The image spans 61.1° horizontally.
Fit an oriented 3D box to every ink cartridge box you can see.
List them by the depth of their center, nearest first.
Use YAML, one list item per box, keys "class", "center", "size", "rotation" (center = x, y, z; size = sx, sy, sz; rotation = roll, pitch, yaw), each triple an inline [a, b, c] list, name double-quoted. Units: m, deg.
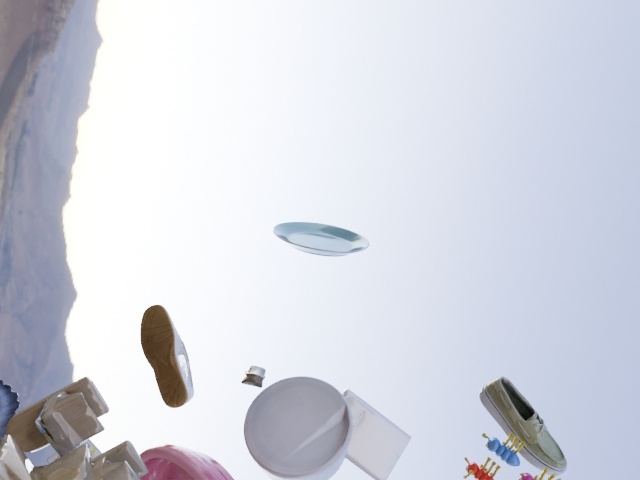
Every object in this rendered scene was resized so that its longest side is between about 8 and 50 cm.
- class: "ink cartridge box"
  center: [-0.754, 0.708, 1.713]
  size: [0.128, 0.176, 0.127]
  rotation: [-43, -176, -32]

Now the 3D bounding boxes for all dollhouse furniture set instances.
- class: "dollhouse furniture set"
  center: [-0.347, 0.454, 0.700]
  size: [0.394, 0.256, 0.362]
  rotation: [65, -11, -16]

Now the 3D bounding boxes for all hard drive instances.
- class: "hard drive"
  center: [0.166, 0.744, 2.064]
  size: [0.210, 0.319, 0.040]
  rotation: [-53, -173, -17]

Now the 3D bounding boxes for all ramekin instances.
- class: "ramekin"
  center: [-0.050, 0.488, 1.359]
  size: [0.273, 0.273, 0.127]
  rotation: [-117, -164, -49]

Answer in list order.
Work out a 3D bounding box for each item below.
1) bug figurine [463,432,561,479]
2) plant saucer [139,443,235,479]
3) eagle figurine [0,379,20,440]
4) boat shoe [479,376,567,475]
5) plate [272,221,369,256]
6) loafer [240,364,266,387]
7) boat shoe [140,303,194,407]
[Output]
- class: "bug figurine"
  center: [0.480, 0.602, 1.383]
  size: [0.216, 0.072, 0.279]
  rotation: [33, -34, 23]
- class: "plant saucer"
  center: [-0.242, 0.544, 1.053]
  size: [0.332, 0.084, 0.332]
  rotation: [9, -74, 35]
- class: "eagle figurine"
  center: [-0.754, 0.324, 1.006]
  size: [0.298, 0.225, 0.226]
  rotation: [69, 0, -76]
- class: "boat shoe"
  center: [0.577, 0.520, 1.523]
  size: [0.302, 0.109, 0.094]
  rotation: [47, -45, 18]
- class: "plate"
  center: [0.000, 0.000, 1.039]
  size: [0.188, 0.188, 0.024]
  rotation: [-142, -123, -59]
- class: "loafer"
  center: [-0.164, 0.335, 1.343]
  size: [0.148, 0.056, 0.050]
  rotation: [118, -15, -74]
- class: "boat shoe"
  center: [-0.408, 0.308, 1.464]
  size: [0.096, 0.098, 0.277]
  rotation: [26, 47, -78]
